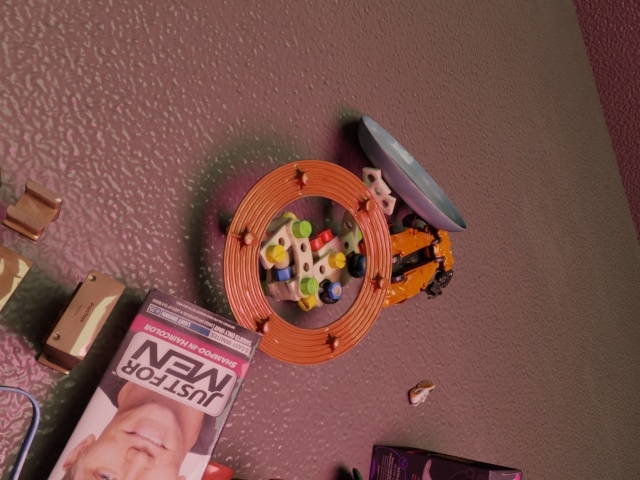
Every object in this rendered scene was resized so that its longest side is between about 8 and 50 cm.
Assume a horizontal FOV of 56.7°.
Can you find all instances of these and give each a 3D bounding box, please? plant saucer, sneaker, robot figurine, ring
[{"bbox_3d":[0.181,-0.130,1.227,0.318,0.044,0.317,43,18,-18],"label":"plant saucer"},{"bbox_3d":[0.233,0.352,1.364,0.083,0.032,0.036,-16,112,-41],"label":"sneaker"},{"bbox_3d":[0.193,0.038,1.306,0.291,0.085,0.210,-18,100,-45],"label":"robot figurine"},{"bbox_3d":[-0.002,0.035,0.962,0.337,0.032,0.336,-2,93,-36],"label":"ring"}]

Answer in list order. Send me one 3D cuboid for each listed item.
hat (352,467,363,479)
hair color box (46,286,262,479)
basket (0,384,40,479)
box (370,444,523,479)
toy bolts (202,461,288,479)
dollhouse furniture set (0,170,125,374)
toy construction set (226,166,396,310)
[{"bbox_3d":[0.016,0.537,1.103,0.184,0.173,0.208,-22,87,-11],"label":"hat"},{"bbox_3d":[-0.225,0.256,0.786,0.174,0.105,0.347,24,65,-5],"label":"hair color box"},{"bbox_3d":[-0.440,0.247,0.543,0.289,0.201,0.254,19,71,-33],"label":"basket"},{"bbox_3d":[0.243,0.514,1.181,0.143,0.271,0.165,22,72,-43],"label":"box"},{"bbox_3d":[-0.124,0.426,0.863,0.229,0.218,0.158,31,56,-29],"label":"toy bolts"},{"bbox_3d":[-0.379,0.054,0.706,0.242,0.161,0.212,32,62,-15],"label":"dollhouse furniture set"},{"bbox_3d":[0.000,0.000,1.077,0.328,0.151,0.214,-30,108,-32],"label":"toy construction set"}]
